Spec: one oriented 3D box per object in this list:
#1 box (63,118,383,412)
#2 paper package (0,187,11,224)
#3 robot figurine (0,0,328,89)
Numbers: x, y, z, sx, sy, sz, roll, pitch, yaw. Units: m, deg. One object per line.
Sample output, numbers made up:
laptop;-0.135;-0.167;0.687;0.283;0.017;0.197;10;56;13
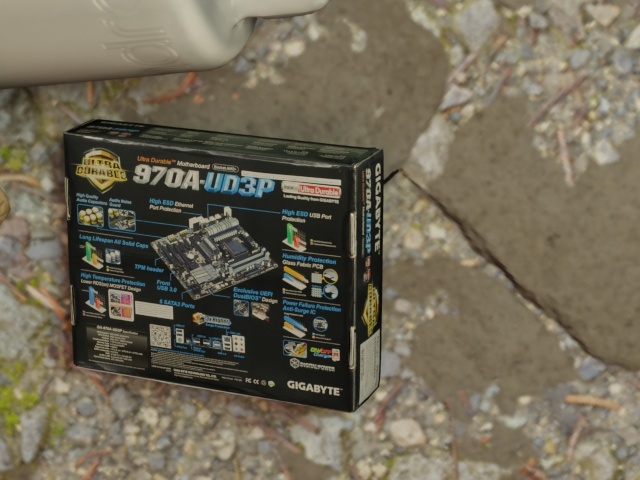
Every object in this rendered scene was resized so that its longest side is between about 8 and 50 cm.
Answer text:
box;-0.068;0.015;1.092;0.220;0.051;0.175;7;109;21
paper package;-0.369;-0.097;0.911;0.168;0.325;0.309;-45;125;-16
robot figurine;-0.167;-0.195;0.971;0.353;0.200;0.300;-3;147;17
